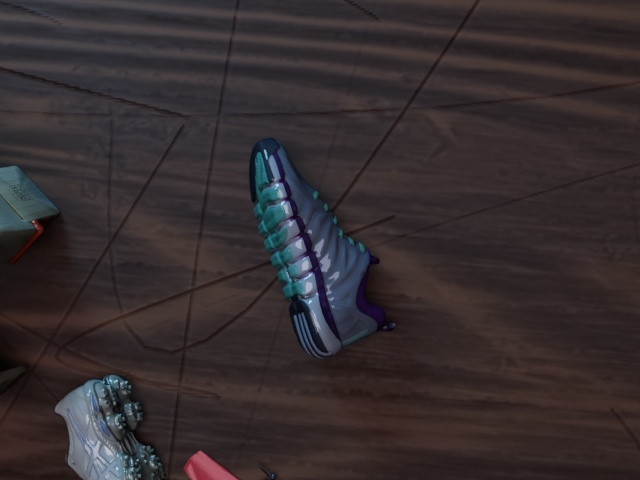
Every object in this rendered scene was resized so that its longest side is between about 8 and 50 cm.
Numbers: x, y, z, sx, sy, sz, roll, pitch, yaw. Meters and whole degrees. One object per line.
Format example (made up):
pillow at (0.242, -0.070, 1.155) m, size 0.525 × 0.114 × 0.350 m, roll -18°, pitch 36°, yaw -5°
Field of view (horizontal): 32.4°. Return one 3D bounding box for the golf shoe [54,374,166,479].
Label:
golf shoe at (-0.212, 0.228, 1.114) m, size 0.086 × 0.069 × 0.176 m, roll -20°, pitch 84°, yaw 22°

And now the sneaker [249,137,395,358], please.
sneaker at (0.000, 0.000, 1.098) m, size 0.098 × 0.083 × 0.223 m, roll -17°, pitch 91°, yaw -20°

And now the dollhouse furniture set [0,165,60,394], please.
dollhouse furniture set at (-0.392, 0.044, 1.103) m, size 0.259 × 0.135 × 0.262 m, roll -44°, pitch 87°, yaw 14°

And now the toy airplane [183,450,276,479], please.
toy airplane at (-0.099, 0.289, 1.114) m, size 0.151 × 0.028 × 0.151 m, roll 0°, pitch 88°, yaw 5°
